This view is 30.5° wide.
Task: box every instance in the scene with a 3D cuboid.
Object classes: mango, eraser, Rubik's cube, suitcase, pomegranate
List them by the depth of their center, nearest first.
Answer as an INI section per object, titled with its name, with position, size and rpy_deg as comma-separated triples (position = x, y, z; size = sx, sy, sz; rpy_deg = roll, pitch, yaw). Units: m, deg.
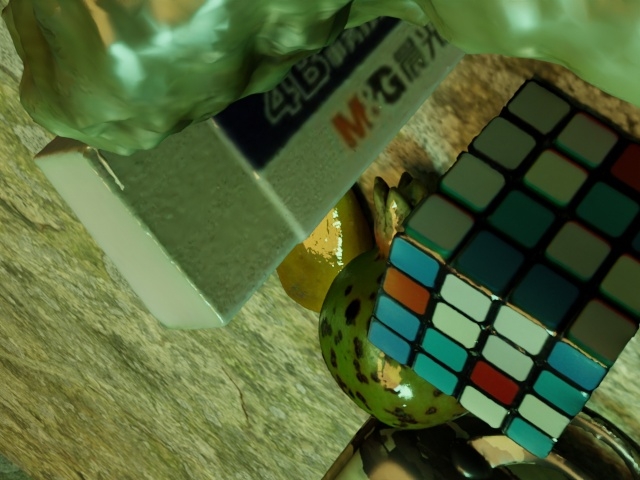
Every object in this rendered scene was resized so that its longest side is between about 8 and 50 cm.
[eraser]
position = -0.019, -0.091, 0.672
size = 0.086, 0.287, 0.130
rpy_deg = -6, 126, 54
[Rubik's cube]
position = 0.139, 0.021, 0.763
size = 0.151, 0.155, 0.154
rpy_deg = 35, 153, 15
[pomegranate]
position = 0.074, 0.050, 0.916
size = 0.159, 0.159, 0.205
rpy_deg = 9, 113, 48
[mango]
position = 0.000, 0.000, 1.032
size = 0.101, 0.066, 0.187
rpy_deg = 29, 141, 25
[suitcase]
position = 0.166, 0.288, 1.059
size = 0.351, 0.194, 0.339
rpy_deg = 40, 124, 11

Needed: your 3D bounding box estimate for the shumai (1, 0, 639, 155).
[shumai]
position = 0.071, -0.197, 0.415
size = 0.323, 0.397, 0.324
rpy_deg = 15, -173, -5
